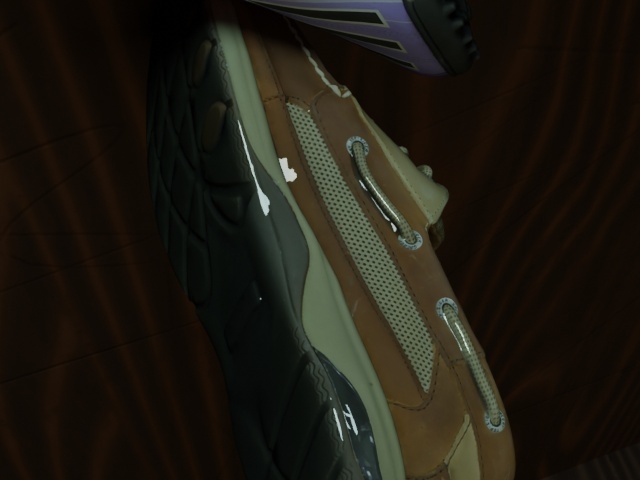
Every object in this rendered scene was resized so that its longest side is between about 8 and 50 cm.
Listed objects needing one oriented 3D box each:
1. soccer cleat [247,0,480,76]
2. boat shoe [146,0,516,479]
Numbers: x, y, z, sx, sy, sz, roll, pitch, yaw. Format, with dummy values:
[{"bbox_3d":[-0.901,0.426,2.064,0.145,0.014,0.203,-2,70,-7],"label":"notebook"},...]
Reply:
[{"bbox_3d":[-0.026,-0.152,0.613,0.116,0.109,0.318,-24,154,22],"label":"soccer cleat"},{"bbox_3d":[0.000,0.000,0.665,0.120,0.324,0.122,-5,154,-28],"label":"boat shoe"}]
